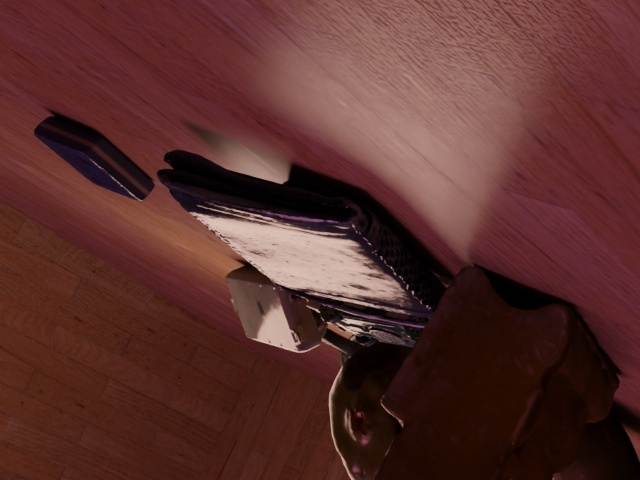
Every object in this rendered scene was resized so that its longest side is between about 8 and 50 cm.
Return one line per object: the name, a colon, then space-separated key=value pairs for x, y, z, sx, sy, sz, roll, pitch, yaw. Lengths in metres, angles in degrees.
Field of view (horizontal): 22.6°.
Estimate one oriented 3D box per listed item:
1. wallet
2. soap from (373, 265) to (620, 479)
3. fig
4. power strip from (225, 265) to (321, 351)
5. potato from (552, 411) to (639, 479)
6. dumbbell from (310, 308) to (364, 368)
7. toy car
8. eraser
wallet: x=0.000 y=0.000 z=1.687 sx=0.237 sy=0.075 sz=0.342 roll=15 pitch=166 yaw=27
soap: x=0.181 y=0.222 z=1.698 sx=0.169 sy=0.304 sz=0.338 roll=26 pitch=173 yaw=25
fig: x=0.147 y=0.255 z=2.300 sx=0.271 sy=0.240 sz=0.239 roll=5 pitch=-172 yaw=-40
power strip: x=-0.075 y=0.104 z=2.472 sx=0.270 sy=0.046 sz=0.118 roll=6 pitch=117 yaw=68
potato: x=0.339 y=0.304 z=2.166 sx=0.173 sy=0.210 sz=0.307 roll=-19 pitch=150 yaw=13
dumbbell: x=0.022 y=0.163 z=2.626 sx=0.254 sy=0.082 sz=0.081 roll=31 pitch=171 yaw=-34
toy car: x=0.089 y=0.090 z=1.961 sx=0.224 sy=0.076 sz=0.090 roll=8 pitch=161 yaw=41
eraser: x=-0.284 y=-0.103 z=2.035 sx=0.082 sy=0.036 sz=0.225 roll=22 pitch=171 yaw=18
